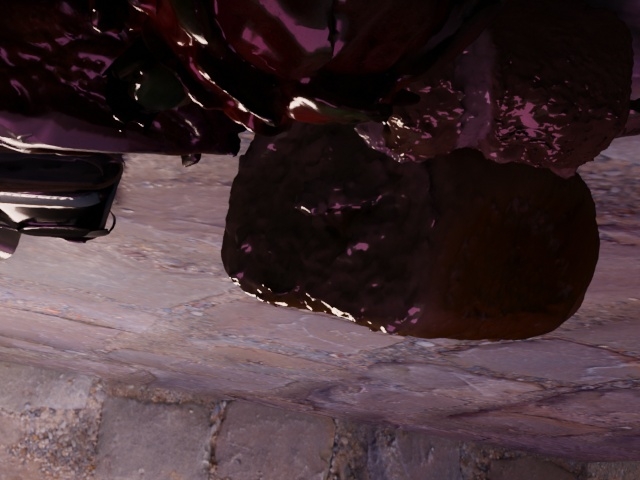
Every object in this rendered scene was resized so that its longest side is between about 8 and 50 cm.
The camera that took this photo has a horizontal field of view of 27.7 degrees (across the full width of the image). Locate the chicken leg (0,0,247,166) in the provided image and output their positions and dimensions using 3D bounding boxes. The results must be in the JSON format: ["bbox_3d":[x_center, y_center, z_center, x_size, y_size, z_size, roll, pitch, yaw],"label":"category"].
[{"bbox_3d":[-0.205,-0.126,0.765,0.158,0.096,0.407,-28,142,31],"label":"chicken leg"}]

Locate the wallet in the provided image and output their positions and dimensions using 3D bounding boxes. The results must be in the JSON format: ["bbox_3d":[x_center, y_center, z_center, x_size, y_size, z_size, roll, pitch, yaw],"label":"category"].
[{"bbox_3d":[-0.276,-0.038,1.235,0.170,0.069,0.231,5,168,-11],"label":"wallet"}]

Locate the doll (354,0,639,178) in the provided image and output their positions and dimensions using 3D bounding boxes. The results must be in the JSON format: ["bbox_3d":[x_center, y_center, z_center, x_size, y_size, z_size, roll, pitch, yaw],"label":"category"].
[{"bbox_3d":[0.119,-0.088,0.747,0.221,0.105,0.115,12,120,-13],"label":"doll"}]

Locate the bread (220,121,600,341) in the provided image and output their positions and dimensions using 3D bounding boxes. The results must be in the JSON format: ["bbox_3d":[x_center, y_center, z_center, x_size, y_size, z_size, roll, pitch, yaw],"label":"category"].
[{"bbox_3d":[0.064,-0.026,0.885,0.195,0.176,0.246,7,179,40],"label":"bread"}]

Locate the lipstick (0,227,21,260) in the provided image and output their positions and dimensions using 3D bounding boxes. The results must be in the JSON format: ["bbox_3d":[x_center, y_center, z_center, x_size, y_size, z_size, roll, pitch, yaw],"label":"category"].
[{"bbox_3d":[-0.405,-0.035,1.345,0.186,0.057,0.063,22,161,-29],"label":"lipstick"}]

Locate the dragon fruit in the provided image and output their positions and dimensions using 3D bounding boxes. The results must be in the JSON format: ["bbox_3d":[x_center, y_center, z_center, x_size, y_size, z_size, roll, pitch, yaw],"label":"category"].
[{"bbox_3d":[-0.008,-0.128,0.555,0.188,0.182,0.182,9,169,32],"label":"dragon fruit"}]
